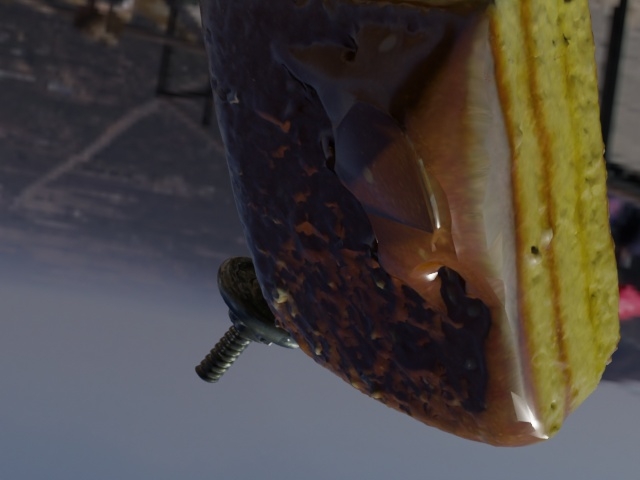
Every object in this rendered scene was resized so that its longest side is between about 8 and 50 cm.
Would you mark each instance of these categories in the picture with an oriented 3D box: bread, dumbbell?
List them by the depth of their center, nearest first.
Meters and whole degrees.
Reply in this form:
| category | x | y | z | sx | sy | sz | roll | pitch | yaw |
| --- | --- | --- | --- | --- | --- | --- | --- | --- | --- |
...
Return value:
| category | x | y | z | sx | sy | sz | roll | pitch | yaw |
| --- | --- | --- | --- | --- | --- | --- | --- | --- | --- |
| bread | 0.040 | -0.028 | 0.697 | 0.184 | 0.234 | 0.110 | 19 | -135 | 41 |
| dumbbell | 0.000 | 0.000 | 0.956 | 0.110 | 0.254 | 0.110 | 34 | -158 | -16 |
